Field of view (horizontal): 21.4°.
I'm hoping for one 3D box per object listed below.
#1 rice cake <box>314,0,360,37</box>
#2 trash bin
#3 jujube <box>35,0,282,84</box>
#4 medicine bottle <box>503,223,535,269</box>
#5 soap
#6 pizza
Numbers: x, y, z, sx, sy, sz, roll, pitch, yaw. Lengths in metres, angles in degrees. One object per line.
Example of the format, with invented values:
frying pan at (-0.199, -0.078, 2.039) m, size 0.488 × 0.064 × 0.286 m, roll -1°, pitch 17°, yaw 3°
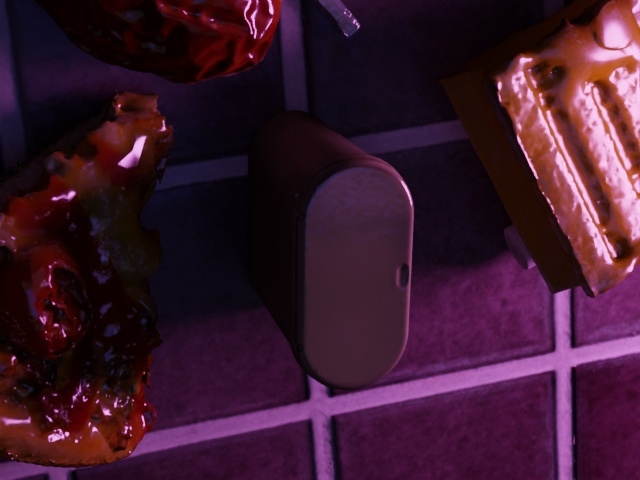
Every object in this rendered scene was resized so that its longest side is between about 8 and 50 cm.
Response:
rice cake at (-0.001, -0.265, 1.804) m, size 0.022 × 0.021 × 0.121 m, roll -47°, pitch 115°, yaw -10°
trash bin at (0.000, 0.000, 1.771) m, size 0.121 × 0.247 × 0.243 m, roll -4°, pitch 110°, yaw -17°
jujube at (-0.163, -0.249, 1.676) m, size 0.250 × 0.174 × 0.174 m, roll 13°, pitch 104°, yaw -23°
medicine bottle at (0.264, -0.010, 1.959) m, size 0.089 × 0.057 × 0.057 m, roll -28°, pitch 114°, yaw -9°
soap at (0.305, -0.117, 1.861) m, size 0.259 × 0.143 × 0.281 m, roll -33°, pitch 102°, yaw -24°
pizza at (-0.256, 0.023, 1.706) m, size 0.440 × 0.130 × 0.406 m, roll 34°, pitch 78°, yaw -52°
